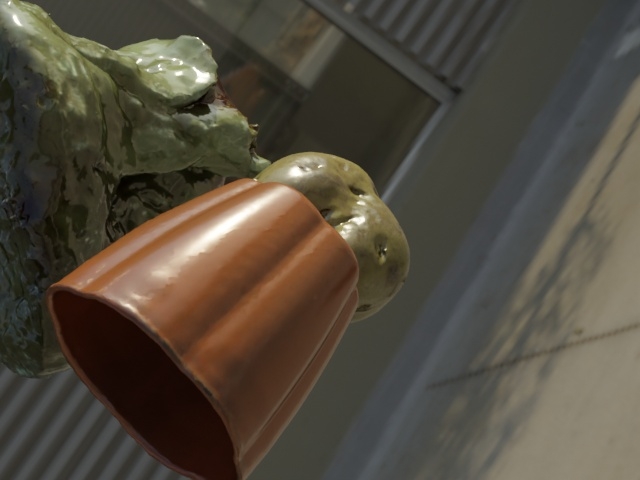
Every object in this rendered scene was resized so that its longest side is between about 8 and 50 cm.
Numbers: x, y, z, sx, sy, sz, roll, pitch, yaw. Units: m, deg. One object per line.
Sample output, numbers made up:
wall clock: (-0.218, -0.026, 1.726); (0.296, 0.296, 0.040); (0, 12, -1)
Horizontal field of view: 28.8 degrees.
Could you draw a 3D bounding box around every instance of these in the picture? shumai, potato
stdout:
shumai: (-0.230, -0.072, 1.318); (0.323, 0.398, 0.324); (-12, 9, -35)
potato: (-0.003, 0.004, 1.092); (0.137, 0.155, 0.200); (-28, -5, -5)

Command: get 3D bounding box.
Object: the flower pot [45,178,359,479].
flower pot: (-0.069, 0.055, 0.890); (0.173, 0.191, 0.190); (-41, 1, -29)
